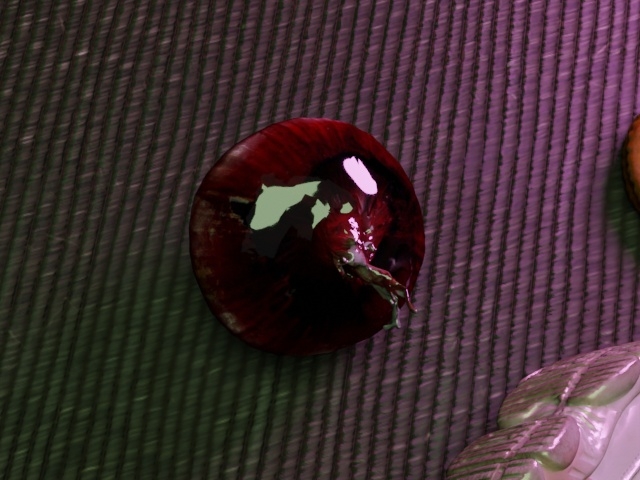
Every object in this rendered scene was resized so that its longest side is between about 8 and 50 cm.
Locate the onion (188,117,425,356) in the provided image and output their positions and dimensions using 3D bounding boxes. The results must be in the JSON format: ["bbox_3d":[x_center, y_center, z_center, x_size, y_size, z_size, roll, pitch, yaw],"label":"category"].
[{"bbox_3d":[0.000,0.000,1.377,0.273,0.285,0.273,-4,99,-24],"label":"onion"}]

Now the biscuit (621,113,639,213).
[{"bbox_3d":[0.469,-0.092,1.519,0.220,0.066,0.220,0,74,1],"label":"biscuit"}]

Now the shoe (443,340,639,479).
[{"bbox_3d":[0.278,0.246,1.338,0.351,0.172,0.198,-34,99,-38],"label":"shoe"}]
